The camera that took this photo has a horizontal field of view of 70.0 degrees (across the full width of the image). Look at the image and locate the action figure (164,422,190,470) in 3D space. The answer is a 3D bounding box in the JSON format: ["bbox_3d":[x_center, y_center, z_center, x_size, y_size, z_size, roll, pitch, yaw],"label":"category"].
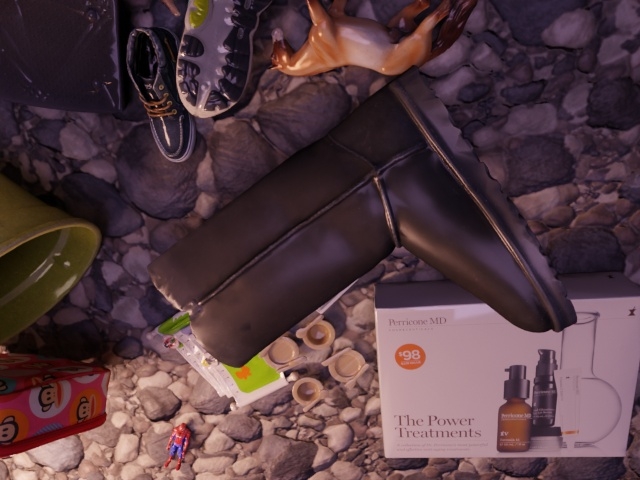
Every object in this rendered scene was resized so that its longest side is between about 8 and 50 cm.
[{"bbox_3d":[-0.276,0.399,0.888,0.038,0.030,0.115,19,110,3],"label":"action figure"}]

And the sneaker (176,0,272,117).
[{"bbox_3d":[-0.120,-0.289,0.567,0.107,0.110,0.275,19,95,-20],"label":"sneaker"}]

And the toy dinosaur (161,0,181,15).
[{"bbox_3d":[-0.290,-0.387,0.543,0.200,0.127,0.296,-24,124,24],"label":"toy dinosaur"}]

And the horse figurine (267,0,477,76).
[{"bbox_3d":[0.066,-0.267,0.560,0.263,0.066,0.174,2,141,-5],"label":"horse figurine"}]

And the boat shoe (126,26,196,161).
[{"bbox_3d":[-0.220,-0.193,0.623,0.065,0.083,0.183,-1,111,6],"label":"boat shoe"}]

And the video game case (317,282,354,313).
[{"bbox_3d":[0.000,0.000,0.710,0.173,0.022,0.190,41,109,-10],"label":"video game case"}]

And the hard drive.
[{"bbox_3d":[-0.383,-0.271,0.619,0.254,0.054,0.172,10,115,4],"label":"hard drive"}]

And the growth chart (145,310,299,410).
[{"bbox_3d":[-0.165,0.197,0.803,0.172,0.021,0.237,-39,104,16],"label":"growth chart"}]

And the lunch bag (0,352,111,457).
[{"bbox_3d":[-0.500,0.246,0.739,0.293,0.258,0.120,0,85,22],"label":"lunch bag"}]

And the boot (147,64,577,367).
[{"bbox_3d":[0.029,0.053,0.607,0.445,0.146,0.367,-34,81,14],"label":"boot"}]

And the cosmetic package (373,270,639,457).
[{"bbox_3d":[0.280,0.203,0.725,0.377,0.097,0.284,-4,108,7],"label":"cosmetic package"}]

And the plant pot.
[{"bbox_3d":[-0.514,-0.010,0.647,0.254,0.276,0.276,43,109,2],"label":"plant pot"}]

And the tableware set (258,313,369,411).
[{"bbox_3d":[-0.011,0.207,0.782,0.141,0.020,0.169,-36,104,8],"label":"tableware set"}]
